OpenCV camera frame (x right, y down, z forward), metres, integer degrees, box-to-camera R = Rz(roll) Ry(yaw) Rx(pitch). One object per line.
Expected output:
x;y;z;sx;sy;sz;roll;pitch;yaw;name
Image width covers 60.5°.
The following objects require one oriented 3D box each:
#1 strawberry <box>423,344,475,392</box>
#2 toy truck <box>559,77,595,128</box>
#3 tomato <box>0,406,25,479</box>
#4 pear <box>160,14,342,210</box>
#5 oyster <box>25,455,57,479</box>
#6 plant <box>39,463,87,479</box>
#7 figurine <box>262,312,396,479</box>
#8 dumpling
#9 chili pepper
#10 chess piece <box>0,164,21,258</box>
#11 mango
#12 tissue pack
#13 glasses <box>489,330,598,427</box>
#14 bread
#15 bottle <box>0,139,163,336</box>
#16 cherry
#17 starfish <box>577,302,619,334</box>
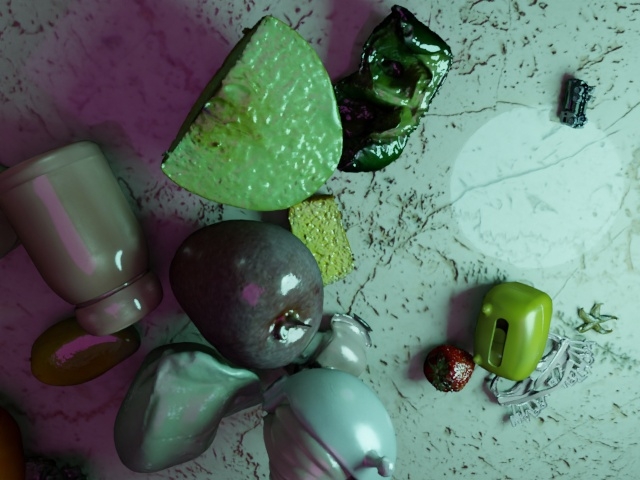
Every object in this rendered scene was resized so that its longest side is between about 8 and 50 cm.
0.263;0.258;1.109;0.106;0.106;0.106;-2;110;-5;strawberry
0.449;-0.242;0.968;0.039;0.044;0.083;-8;113;-26;toy truck
-0.659;0.418;1.007;0.259;0.180;0.260;1;92;17;tomato
-0.082;-0.178;0.883;0.239;0.139;0.288;34;106;-19;pear
-0.606;0.464;1.121;0.132;0.029;0.086;32;98;-13;oyster
-0.520;0.547;1.097;0.129;0.132;0.195;-6;131;-42;plant
0.006;0.294;0.955;0.253;0.361;0.211;31;113;-16;figurine
-0.252;0.284;0.995;0.269;0.320;0.212;-29;96;-27;dumpling
0.100;-0.234;0.907;0.148;0.116;0.265;20;108;-25;chili pepper
-0.568;0.000;0.793;0.182;0.330;0.183;-2;112;-5;chess piece
-0.431;0.199;1.009;0.194;0.092;0.130;-8;109;-8;mango
0.365;0.177;1.056;0.127;0.123;0.178;-17;119;-43;tissue pack
0.477;0.298;1.145;0.162;0.095;0.255;37;105;-26;glasses
0.000;0.000;0.998;0.103;0.065;0.188;-19;110;-1;bread
-0.369;0.001;0.896;0.173;0.206;0.297;-25;101;4;bottle
-0.123;0.082;0.917;0.307;0.221;0.261;20;139;31;cherry
0.568;0.166;1.139;0.091;0.028;0.078;36;97;-14;starfish
